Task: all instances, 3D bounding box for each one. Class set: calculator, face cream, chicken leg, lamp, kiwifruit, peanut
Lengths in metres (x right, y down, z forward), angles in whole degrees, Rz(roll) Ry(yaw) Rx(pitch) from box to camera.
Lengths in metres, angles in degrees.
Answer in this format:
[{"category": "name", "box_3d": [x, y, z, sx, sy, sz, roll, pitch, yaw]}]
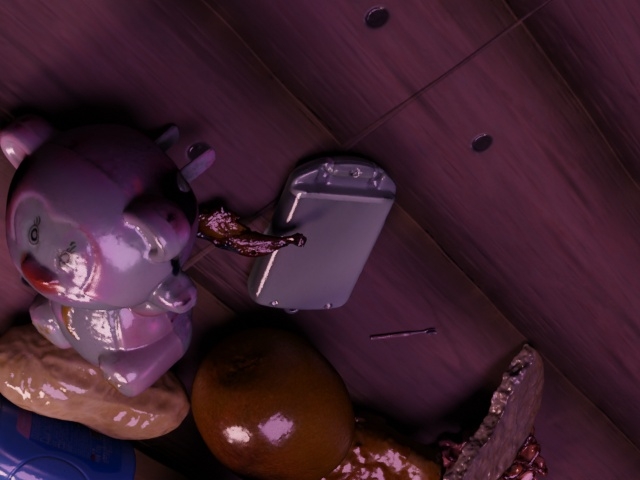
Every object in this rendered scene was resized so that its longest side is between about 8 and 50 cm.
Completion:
[{"category": "calculator", "box_3d": [0.000, 0.000, 1.585, 0.141, 0.045, 0.246, 3, 130, -25]}, {"category": "face cream", "box_3d": [-0.357, 0.248, 1.597, 0.264, 0.149, 0.083, 27, 111, -26]}, {"category": "chicken leg", "box_3d": [-0.090, -0.008, 1.525, 0.145, 0.037, 0.062, 18, 131, -4]}, {"category": "lamp", "box_3d": [-0.210, 0.000, 1.409, 0.247, 0.247, 0.301, -41, 150, -26]}, {"category": "kiwifruit", "box_3d": [-0.057, 0.221, 1.669, 0.196, 0.196, 0.234, -25, 142, 2]}, {"category": "peanut", "box_3d": [-0.271, 0.172, 1.591, 0.125, 0.111, 0.274, -27, 143, 37]}]

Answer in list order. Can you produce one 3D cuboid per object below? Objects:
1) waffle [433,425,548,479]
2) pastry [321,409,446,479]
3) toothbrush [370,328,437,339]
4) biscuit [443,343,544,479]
[{"category": "waffle", "box_3d": [0.244, 0.371, 2.030, 0.221, 0.055, 0.234, -17, 130, -4]}, {"category": "pastry", "box_3d": [0.049, 0.367, 1.862, 0.257, 0.121, 0.235, 29, 92, -24]}, {"category": "toothbrush", "box_3d": [0.113, 0.129, 1.779, 0.097, 0.008, 0.006, -5, 119, -17]}, {"category": "biscuit", "box_3d": [0.265, 0.278, 1.899, 0.250, 0.032, 0.133, -59, 143, -6]}]
